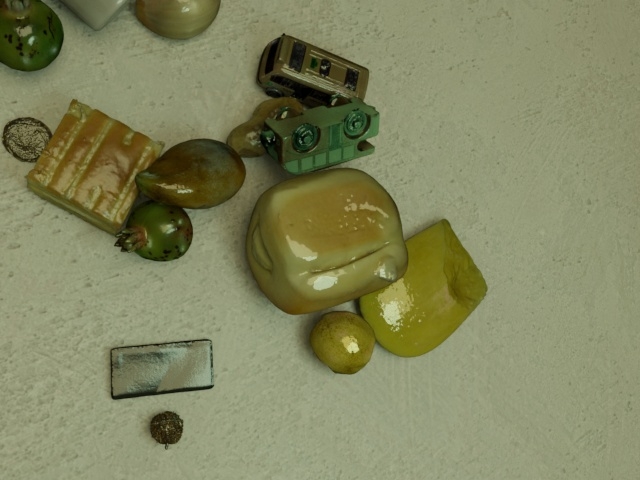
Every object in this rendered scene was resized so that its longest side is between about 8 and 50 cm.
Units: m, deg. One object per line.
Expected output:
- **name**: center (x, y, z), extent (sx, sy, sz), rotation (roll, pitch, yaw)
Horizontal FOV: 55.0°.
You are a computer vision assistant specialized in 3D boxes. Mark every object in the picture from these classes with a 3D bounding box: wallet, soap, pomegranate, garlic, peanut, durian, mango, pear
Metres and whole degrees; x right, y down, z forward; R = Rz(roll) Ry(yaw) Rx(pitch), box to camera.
- **wallet**: center (-0.381, 0.311, 1.488), extent (0.245, 0.025, 0.124), rotation (-1, 83, -25)
- **soap**: center (0.300, 0.139, 1.761), extent (0.427, 0.115, 0.306), rotation (-36, 100, -24)
- **pomegranate**: center (-0.393, -0.017, 1.446), extent (0.205, 0.159, 0.159), rotation (-26, 93, -58)
- **garlic**: center (-0.354, -0.615, 1.597), extent (0.245, 0.145, 0.164), rotation (-29, 63, -27)
- **peanut**: center (-0.150, -0.301, 1.641), extent (0.236, 0.110, 0.120), rotation (-35, 107, -15)
- **pomegranate**: center (-0.676, -0.486, 1.381), extent (0.180, 0.209, 0.179), rotation (5, 67, -13)
- **durian**: center (-0.363, 0.446, 1.446), extent (0.080, 0.080, 0.091), rotation (13, 56, -21)
- **mango**: center (-0.305, -0.158, 1.476), extent (0.193, 0.146, 0.316), rotation (33, 28, 17)
- **pear**: center (0.053, 0.266, 1.609), extent (0.178, 0.178, 0.177), rotation (4, 81, -23)

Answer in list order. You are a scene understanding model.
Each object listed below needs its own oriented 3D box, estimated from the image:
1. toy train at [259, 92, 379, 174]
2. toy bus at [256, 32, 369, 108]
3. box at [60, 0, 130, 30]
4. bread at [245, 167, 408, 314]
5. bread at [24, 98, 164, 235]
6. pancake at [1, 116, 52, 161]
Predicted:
- **toy train**: center (-0.003, -0.272, 1.594), extent (0.327, 0.129, 0.159), rotation (-19, 130, -23)
- **toy bus**: center (-0.020, -0.449, 1.687), extent (0.290, 0.157, 0.139), rotation (18, 75, -20)
- **box**: center (-0.565, -0.616, 1.458), extent (0.291, 0.262, 0.206), rotation (-40, 114, 15)
- **bread**: center (0.000, 0.000, 1.575), extent (0.376, 0.253, 0.347), rotation (-19, 83, -28)
- **bread**: center (-0.529, -0.177, 1.451), extent (0.239, 0.111, 0.246), rotation (31, 71, -18)
- **pancake**: center (-0.688, -0.237, 1.445), extent (0.115, 0.011, 0.114), rotation (4, 81, -23)
